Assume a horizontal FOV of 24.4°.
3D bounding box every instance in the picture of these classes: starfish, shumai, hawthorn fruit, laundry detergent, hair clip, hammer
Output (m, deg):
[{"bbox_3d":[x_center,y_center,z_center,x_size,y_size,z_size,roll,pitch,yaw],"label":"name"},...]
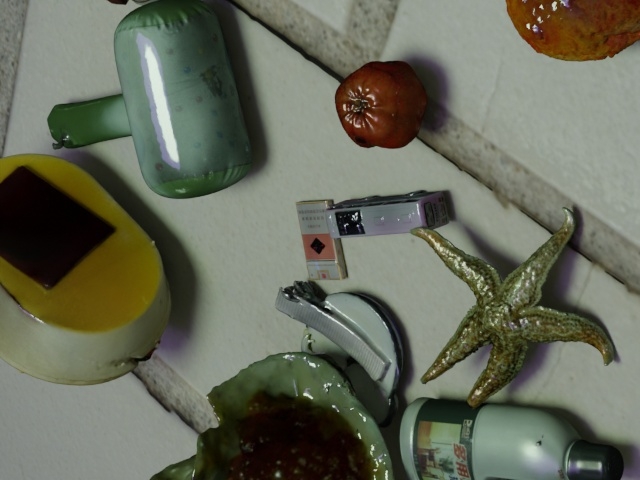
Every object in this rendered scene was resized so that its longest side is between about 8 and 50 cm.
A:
[{"bbox_3d":[0.164,0.060,1.343,0.217,0.050,0.223,39,113,20],"label":"starfish"},{"bbox_3d":[-0.011,0.290,1.508,0.330,0.292,0.288,43,102,5],"label":"shumai"},{"bbox_3d":[0.060,-0.126,1.369,0.093,0.093,0.093,16,115,38],"label":"hawthorn fruit"},{"bbox_3d":[0.181,0.202,1.386,0.226,0.070,0.099,0,96,42],"label":"laundry detergent"},{"bbox_3d":[0.027,0.104,1.509,0.172,0.049,0.116,39,132,23],"label":"hair clip"},{"bbox_3d":[-0.213,-0.140,1.610,0.335,0.119,0.206,-5,100,50],"label":"hammer"}]

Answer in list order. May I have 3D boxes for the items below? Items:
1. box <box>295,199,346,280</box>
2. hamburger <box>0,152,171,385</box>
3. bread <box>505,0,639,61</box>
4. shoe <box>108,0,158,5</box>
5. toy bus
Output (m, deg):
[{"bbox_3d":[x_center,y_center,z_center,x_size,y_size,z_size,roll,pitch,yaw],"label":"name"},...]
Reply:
[{"bbox_3d":[0.000,0.000,1.519,0.046,0.012,0.083,-2,102,42],"label":"box"},{"bbox_3d":[-0.302,0.038,1.661,0.295,0.227,0.151,48,143,20],"label":"hamburger"},{"bbox_3d":[0.252,-0.238,1.147,0.269,0.095,0.139,-30,91,40],"label":"bread"},{"bbox_3d":[-0.213,-0.346,1.515,0.099,0.125,0.227,16,117,41],"label":"shoe"},{"bbox_3d":[0.062,-0.023,1.426,0.131,0.052,0.037,-4,103,43],"label":"toy bus"}]
